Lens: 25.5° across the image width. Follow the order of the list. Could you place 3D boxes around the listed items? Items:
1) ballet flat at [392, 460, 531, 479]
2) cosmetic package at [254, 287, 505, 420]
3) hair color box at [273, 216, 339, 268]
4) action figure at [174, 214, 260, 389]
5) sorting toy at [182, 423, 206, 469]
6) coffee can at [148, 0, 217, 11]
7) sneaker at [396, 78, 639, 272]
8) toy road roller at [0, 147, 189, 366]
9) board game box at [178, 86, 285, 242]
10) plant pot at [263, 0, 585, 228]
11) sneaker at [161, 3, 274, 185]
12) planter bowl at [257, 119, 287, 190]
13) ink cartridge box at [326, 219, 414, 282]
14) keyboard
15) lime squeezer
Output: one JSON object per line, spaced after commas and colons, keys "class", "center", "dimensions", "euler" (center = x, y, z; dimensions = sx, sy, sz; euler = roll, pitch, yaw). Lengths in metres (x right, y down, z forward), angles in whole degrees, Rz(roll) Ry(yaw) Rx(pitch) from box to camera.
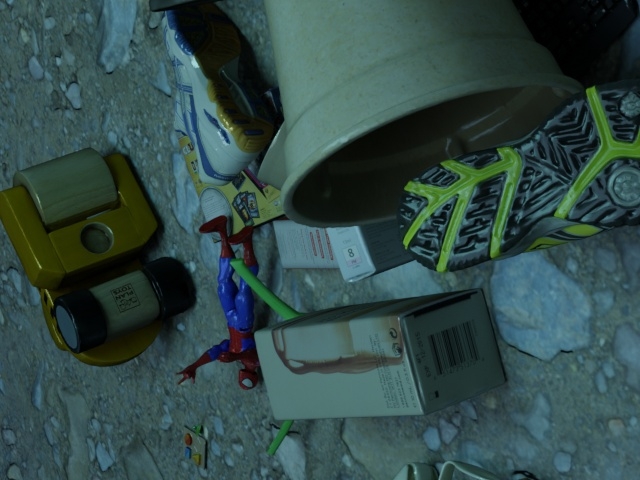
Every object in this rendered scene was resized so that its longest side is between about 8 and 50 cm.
{"class": "ballet flat", "center": [0.156, 0.346, 1.821], "dimensions": [0.342, 0.116, 0.124], "euler": [-13, 74, 51]}
{"class": "cosmetic package", "center": [0.069, 0.148, 1.800], "dimensions": [0.296, 0.153, 0.129], "euler": [-12, 93, 50]}
{"class": "hair color box", "center": [0.000, 0.000, 1.906], "dimensions": [0.141, 0.043, 0.072], "euler": [0, 104, 51]}
{"class": "action figure", "center": [-0.143, 0.119, 2.030], "dimensions": [0.091, 0.139, 0.280], "euler": [22, 135, 38]}
{"class": "sorting toy", "center": [-0.208, 0.327, 2.306], "dimensions": [0.062, 0.012, 0.083], "euler": [28, 125, 41]}
{"class": "coffee can", "center": [-0.144, -0.442, 1.775], "dimensions": [0.202, 0.202, 0.275], "euler": [-1, 103, 50]}
{"class": "sneaker", "center": [0.265, -0.073, 1.424], "dimensions": [0.385, 0.147, 0.145], "euler": [-14, 89, 31]}
{"class": "toy road roller", "center": [-0.375, 0.043, 2.252], "dimensions": [0.329, 0.203, 0.240], "euler": [64, 152, 9]}
{"class": "board game box", "center": [-0.097, -0.103, 1.981], "dimensions": [0.243, 0.042, 0.165], "euler": [-20, 89, 52]}
{"class": "plant pot", "center": [0.074, -0.219, 1.502], "dimensions": [0.334, 0.334, 0.305], "euler": [-40, 63, 49]}
{"class": "sneaker", "center": [-0.168, -0.207, 1.920], "dimensions": [0.131, 0.112, 0.296], "euler": [-51, 46, 38]}
{"class": "planter bowl", "center": [0.009, -0.116, 1.778], "dimensions": [0.109, 0.162, 0.162], "euler": [33, 132, 5]}
{"class": "ink cartridge box", "center": [0.062, -0.081, 1.686], "dimensions": [0.066, 0.189, 0.232], "euler": [-25, 86, 37]}
{"class": "keyboard", "center": [0.206, -0.239, 1.579], "dimensions": [0.201, 0.033, 0.317], "euler": [59, 139, 15]}
{"class": "lime squeezer", "center": [-0.046, 0.166, 1.984], "dimensions": [0.059, 0.110, 0.310], "euler": [-111, 11, -67]}
